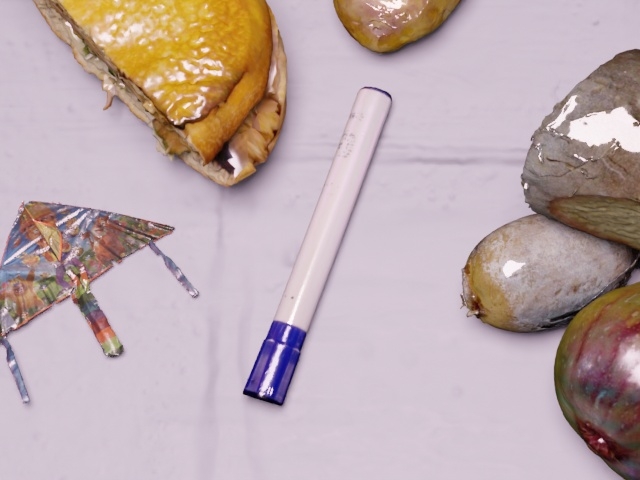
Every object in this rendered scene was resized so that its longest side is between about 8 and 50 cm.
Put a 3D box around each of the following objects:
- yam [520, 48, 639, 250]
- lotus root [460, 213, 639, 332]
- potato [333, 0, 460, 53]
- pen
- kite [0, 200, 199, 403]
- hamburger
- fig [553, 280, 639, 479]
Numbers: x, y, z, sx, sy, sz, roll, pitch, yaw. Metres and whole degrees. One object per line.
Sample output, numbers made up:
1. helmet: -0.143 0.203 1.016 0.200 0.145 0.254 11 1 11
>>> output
1. yam: 0.277 -0.039 0.792 0.254 0.154 0.154 21 76 23
2. lotus root: 0.180 0.019 0.888 0.165 0.088 0.088 -16 72 -13
3. potato: 0.074 -0.229 0.970 0.107 0.080 0.170 23 79 3
4. pen: 0.000 0.000 0.931 0.033 0.033 0.269 17 75 10
5. kite: -0.201 0.029 0.951 0.183 0.010 0.160 -33 70 -9
6. hamburger: -0.120 -0.172 0.940 0.156 0.144 0.283 -39 75 -18
7. fig: 0.282 0.069 0.843 0.245 0.149 0.149 -34 73 -18
